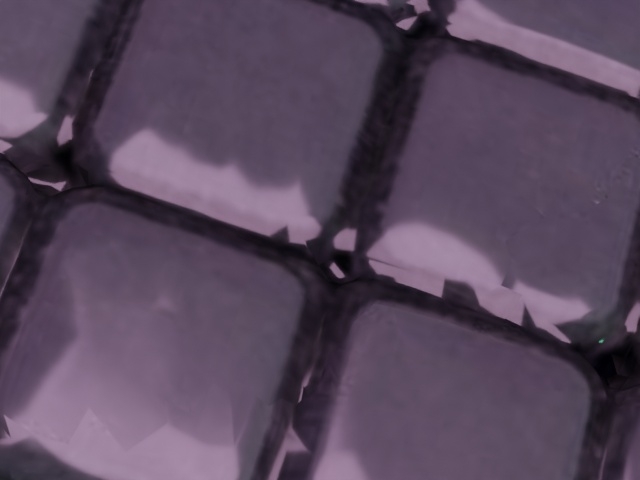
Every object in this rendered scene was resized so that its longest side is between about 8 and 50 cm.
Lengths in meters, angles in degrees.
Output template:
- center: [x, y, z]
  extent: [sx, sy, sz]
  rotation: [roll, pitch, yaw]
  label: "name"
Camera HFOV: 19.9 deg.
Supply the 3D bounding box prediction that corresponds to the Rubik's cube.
- center: [0.000, 0.000, 0.661]
  extent: [0.344, 0.337, 0.343]
  rotation: [20, 65, -3]
  label: "Rubik's cube"
